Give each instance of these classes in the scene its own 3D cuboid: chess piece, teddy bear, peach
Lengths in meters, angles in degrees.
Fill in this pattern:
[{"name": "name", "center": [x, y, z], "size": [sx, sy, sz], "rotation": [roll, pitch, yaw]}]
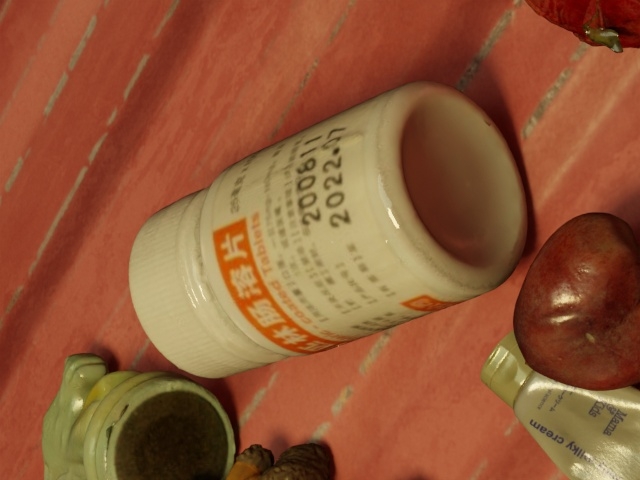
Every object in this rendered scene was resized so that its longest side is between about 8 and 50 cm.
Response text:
[{"name": "chess piece", "center": [-0.237, 0.222, 1.955], "size": [0.298, 0.176, 0.175], "rotation": [2, 91, 57]}, {"name": "teddy bear", "center": [-0.076, 0.303, 1.779], "size": [0.190, 0.140, 0.177], "rotation": [-18, 79, 36]}, {"name": "peach", "center": [0.235, 0.062, 1.485], "size": [0.152, 0.152, 0.152], "rotation": [-1, 88, 44]}]

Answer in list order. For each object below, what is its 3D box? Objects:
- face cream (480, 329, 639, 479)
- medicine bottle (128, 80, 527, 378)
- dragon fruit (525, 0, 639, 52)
[{"name": "face cream", "center": [0.248, 0.168, 1.539], "size": [0.224, 0.070, 0.114], "rotation": [41, 117, 27]}, {"name": "medicine bottle", "center": [0.000, 0.000, 1.671], "size": [0.371, 0.211, 0.211], "rotation": [-23, 73, 41]}, {"name": "dragon fruit", "center": [0.258, -0.270, 1.417], "size": [0.299, 0.244, 0.244], "rotation": [25, 107, 59]}]
